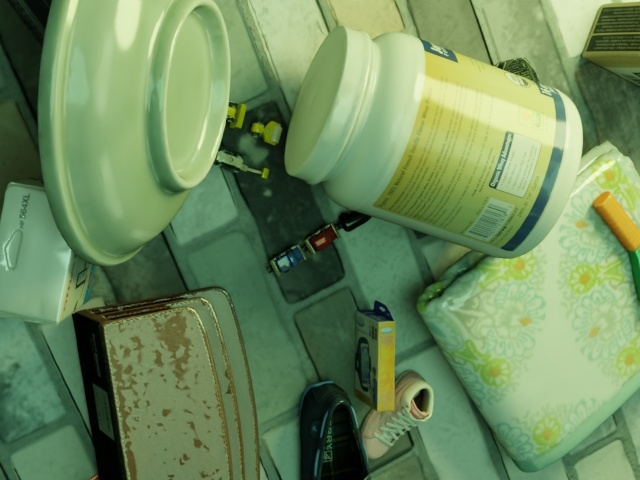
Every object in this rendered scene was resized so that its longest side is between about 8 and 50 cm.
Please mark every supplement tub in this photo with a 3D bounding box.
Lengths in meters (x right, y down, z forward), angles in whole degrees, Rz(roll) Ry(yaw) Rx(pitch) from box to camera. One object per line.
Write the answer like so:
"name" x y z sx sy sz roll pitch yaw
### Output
"supplement tub" 0.136 -0.123 1.688 0.316 0.228 0.228 18 92 -16

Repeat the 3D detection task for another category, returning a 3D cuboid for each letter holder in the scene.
"letter holder" -0.160 0.221 1.665 0.215 0.152 0.301 -10 96 -21

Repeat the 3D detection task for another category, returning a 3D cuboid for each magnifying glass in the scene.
"magnifying glass" 0.440 0.022 1.846 0.092 0.026 0.231 -47 114 -10

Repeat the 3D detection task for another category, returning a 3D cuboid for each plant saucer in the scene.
"plant saucer" -0.178 -0.165 1.491 0.101 0.400 0.400 7 97 14

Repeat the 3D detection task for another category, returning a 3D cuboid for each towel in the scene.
"towel" 0.340 0.091 1.877 0.374 0.090 0.320 -40 113 -13

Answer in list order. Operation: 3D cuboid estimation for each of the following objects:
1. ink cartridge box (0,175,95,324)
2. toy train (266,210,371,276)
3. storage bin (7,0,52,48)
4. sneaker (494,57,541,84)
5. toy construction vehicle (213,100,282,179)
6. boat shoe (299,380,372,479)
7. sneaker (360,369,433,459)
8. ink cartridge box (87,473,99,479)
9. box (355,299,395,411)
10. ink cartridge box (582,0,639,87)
"ink cartridge box" -0.308 0.007 1.555 0.086 0.203 0.148 11 95 -2
"toy train" 0.000 0.000 1.767 0.158 0.036 0.027 -32 108 -13
"storage bin" -0.295 -0.295 1.585 0.122 0.084 0.180 -39 110 -11
"sneaker" 0.292 -0.164 1.830 0.072 0.077 0.178 -30 107 -15
"toy construction vehicle" -0.102 -0.126 1.715 0.098 0.035 0.085 15 82 -25
"boat shoe" 0.017 0.318 1.794 0.109 0.089 0.258 -19 105 -17
"sneaker" 0.104 0.239 1.826 0.051 0.070 0.134 35 86 -24
"ink cartridge box" -0.294 0.340 1.712 0.115 0.029 0.062 -32 108 -13
"box" 0.071 0.149 1.793 0.028 0.081 0.136 -5 99 -19
"ink cartridge box" 0.504 -0.238 1.837 0.235 0.193 0.088 22 90 -22
